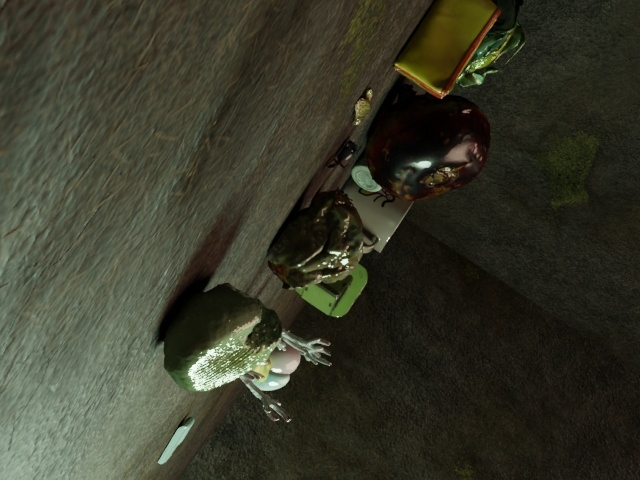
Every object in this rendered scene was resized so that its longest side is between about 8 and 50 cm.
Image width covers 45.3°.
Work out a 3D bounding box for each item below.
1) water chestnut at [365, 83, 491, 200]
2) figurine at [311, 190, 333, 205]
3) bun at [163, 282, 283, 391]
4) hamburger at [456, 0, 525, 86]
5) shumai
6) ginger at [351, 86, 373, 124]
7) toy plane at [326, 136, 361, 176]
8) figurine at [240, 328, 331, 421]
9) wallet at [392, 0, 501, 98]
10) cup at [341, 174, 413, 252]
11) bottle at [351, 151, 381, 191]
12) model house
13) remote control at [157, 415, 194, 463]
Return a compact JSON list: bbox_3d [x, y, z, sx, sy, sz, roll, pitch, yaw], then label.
[{"bbox_3d":[0.276,-0.278,2.018,0.350,0.302,0.350,-16,159,-6],"label":"water chestnut"},{"bbox_3d":[0.001,-0.061,1.854,0.140,0.068,0.075,-57,173,30],"label":"figurine"},{"bbox_3d":[-0.161,0.140,1.219,0.203,0.127,0.213,-24,154,-27],"label":"bun"},{"bbox_3d":[0.388,-0.488,1.825,0.276,0.150,0.261,6,-107,54],"label":"hamburger"},{"bbox_3d":[-0.007,0.028,1.661,0.218,0.184,0.185,-41,-169,51],"label":"shumai"},{"bbox_3d":[0.086,-0.267,1.564,0.048,0.030,0.097,-54,173,-45],"label":"ginger"},{"bbox_3d":[0.052,-0.189,1.723,0.060,0.037,0.145,-47,-175,35],"label":"toy plane"},{"bbox_3d":[-0.119,0.276,1.809,0.206,0.284,0.316,-57,164,-7],"label":"figurine"},{"bbox_3d":[0.280,-0.443,1.690,0.241,0.141,0.067,-56,180,-2],"label":"wallet"},{"bbox_3d":[0.136,-0.075,2.311,0.253,0.200,0.191,-54,175,-36],"label":"cup"},{"bbox_3d":[0.192,-0.258,2.251,0.245,0.104,0.104,-54,175,-30],"label":"bottle"},{"bbox_3d":[0.021,0.118,2.457,0.205,0.218,0.279,-57,171,-3],"label":"model house"},{"bbox_3d":[-0.408,0.568,2.173,0.162,0.029,0.061,-58,173,24],"label":"remote control"}]
